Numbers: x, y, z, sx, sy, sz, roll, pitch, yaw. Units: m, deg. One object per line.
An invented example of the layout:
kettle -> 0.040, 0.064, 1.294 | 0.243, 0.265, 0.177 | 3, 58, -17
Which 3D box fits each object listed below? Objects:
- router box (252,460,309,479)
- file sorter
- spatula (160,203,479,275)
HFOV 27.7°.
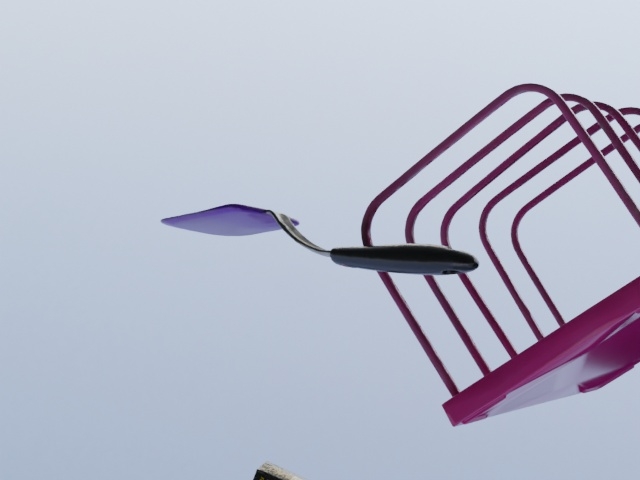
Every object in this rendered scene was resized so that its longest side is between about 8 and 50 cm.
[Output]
router box -> -0.041, 0.377, 1.574 | 0.133, 0.179, 0.046 | 22, -168, 13
file sorter -> 0.199, 0.004, 1.014 | 0.202, 0.182, 0.290 | -38, 161, 26
spatula -> 0.000, 0.000, 0.973 | 0.296, 0.030, 0.084 | 12, 179, 44
